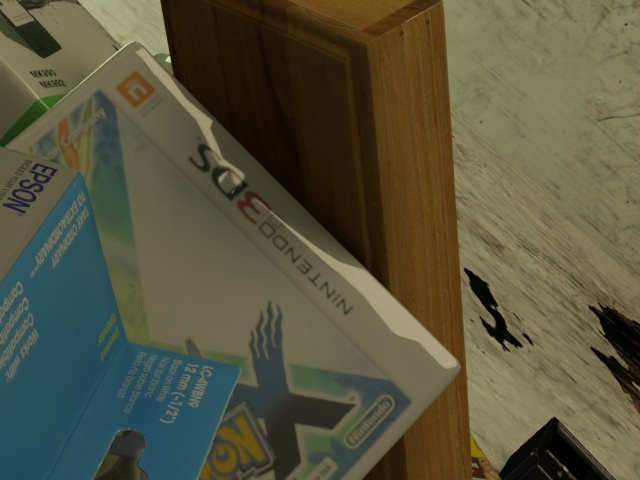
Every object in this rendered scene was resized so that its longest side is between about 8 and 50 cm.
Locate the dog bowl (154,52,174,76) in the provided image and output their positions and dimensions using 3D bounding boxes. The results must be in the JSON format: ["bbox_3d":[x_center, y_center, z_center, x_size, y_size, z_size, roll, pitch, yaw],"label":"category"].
[{"bbox_3d":[-0.055,-0.007,1.465,0.349,0.102,0.349,43,-8,8],"label":"dog bowl"}]

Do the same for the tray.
[{"bbox_3d":[0.000,0.000,1.161,0.076,0.410,0.203,-32,43,-32],"label":"tray"}]

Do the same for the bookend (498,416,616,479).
[{"bbox_3d":[0.267,0.284,1.774,0.156,0.072,0.157,47,17,6],"label":"bookend"}]

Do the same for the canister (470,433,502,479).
[{"bbox_3d":[0.112,0.216,1.573,0.126,0.073,0.170,21,30,-53],"label":"canister"}]

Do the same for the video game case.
[{"bbox_3d":[-0.122,0.082,1.000,0.300,0.329,0.036,45,-24,2],"label":"video game case"}]

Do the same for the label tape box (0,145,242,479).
[{"bbox_3d":[-0.220,0.040,0.830,0.348,0.115,0.249,16,29,3],"label":"label tape box"}]

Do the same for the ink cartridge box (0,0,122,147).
[{"bbox_3d":[-0.241,-0.120,1.187,0.289,0.121,0.211,47,17,7],"label":"ink cartridge box"}]
